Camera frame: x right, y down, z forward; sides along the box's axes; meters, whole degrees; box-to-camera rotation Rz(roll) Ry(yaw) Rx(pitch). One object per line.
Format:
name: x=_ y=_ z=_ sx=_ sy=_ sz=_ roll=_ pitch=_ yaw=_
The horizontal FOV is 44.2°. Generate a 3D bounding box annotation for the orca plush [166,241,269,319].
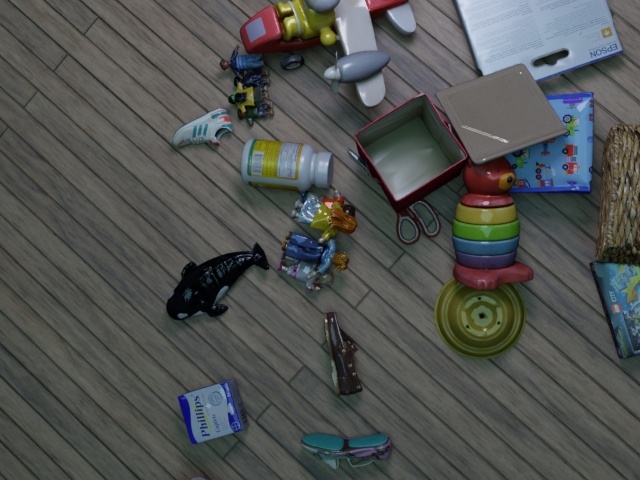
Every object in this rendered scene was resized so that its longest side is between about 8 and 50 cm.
orca plush: x=-0.263 y=0.109 z=1.930 sx=0.287 sy=0.102 sz=0.151 roll=-19 pitch=86 yaw=7

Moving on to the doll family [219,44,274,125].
doll family: x=-0.185 y=-0.385 z=1.954 sx=0.111 sy=0.076 sz=0.193 roll=-7 pitch=82 yaw=12

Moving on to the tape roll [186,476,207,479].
tape roll: x=-0.292 y=0.701 z=1.825 sx=0.100 sy=0.286 sz=0.286 roll=-20 pitch=86 yaw=8

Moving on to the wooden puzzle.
wooden puzzle: x=0.399 y=-0.281 z=1.758 sx=0.221 sy=0.044 sz=0.239 roll=-19 pitch=56 yaw=-5

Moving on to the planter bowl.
planter bowl: x=0.376 y=0.175 z=1.844 sx=0.217 sy=0.090 sz=0.217 roll=0 pitch=89 yaw=8

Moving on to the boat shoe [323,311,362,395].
boat shoe: x=0.055 y=0.270 z=1.899 sx=0.073 sy=0.073 sz=0.207 roll=-11 pitch=94 yaw=6

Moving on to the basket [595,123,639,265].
basket: x=0.733 y=-0.099 z=1.715 sx=0.223 sy=0.213 sz=0.299 roll=6 pitch=79 yaw=13

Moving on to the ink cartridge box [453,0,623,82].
ink cartridge box: x=0.499 y=-0.537 z=1.861 sx=0.324 sy=0.071 sz=0.330 roll=-18 pitch=89 yaw=7

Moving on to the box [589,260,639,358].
box: x=0.736 y=0.140 z=1.816 sx=0.159 sy=0.044 sz=0.233 roll=-16 pitch=86 yaw=7

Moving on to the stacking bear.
stacking bear: x=0.378 y=-0.055 z=1.781 sx=0.175 sy=0.164 sz=0.289 roll=-10 pitch=106 yaw=-28

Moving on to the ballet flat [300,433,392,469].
ballet flat: x=0.063 y=0.509 z=1.893 sx=0.221 sy=0.077 sz=0.079 roll=-3 pitch=107 yaw=8

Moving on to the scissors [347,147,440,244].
scissors: x=0.182 y=-0.125 z=1.919 sx=0.109 sy=0.021 sz=0.297 roll=-31 pitch=83 yaw=7

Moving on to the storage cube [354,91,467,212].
storage cube: x=0.204 y=-0.196 z=1.818 sx=0.215 sy=0.193 sz=0.184 roll=-32 pitch=81 yaw=2

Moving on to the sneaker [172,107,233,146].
sneaker: x=-0.292 y=-0.264 z=1.969 sx=0.161 sy=0.057 sz=0.075 roll=-28 pitch=79 yaw=3

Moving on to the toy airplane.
toy airplane: x=0.043 y=-0.545 z=1.822 sx=0.386 sy=0.272 sz=0.384 roll=28 pitch=92 yaw=8

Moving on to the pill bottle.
pill bottle: x=-0.078 y=-0.180 z=1.906 sx=0.208 sy=0.117 sz=0.118 roll=6 pitch=89 yaw=9

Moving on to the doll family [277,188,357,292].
doll family: x=0.000 y=0.000 z=1.888 sx=0.163 sy=0.118 sz=0.263 roll=19 pitch=91 yaw=8

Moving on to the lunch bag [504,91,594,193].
lunch bag: x=0.479 y=-0.221 z=1.834 sx=0.293 sy=0.138 sz=0.221 roll=2 pitch=91 yaw=17

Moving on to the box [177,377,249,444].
box: x=-0.263 y=0.420 z=1.936 sx=0.137 sy=0.072 sz=0.126 roll=-18 pitch=85 yaw=8
